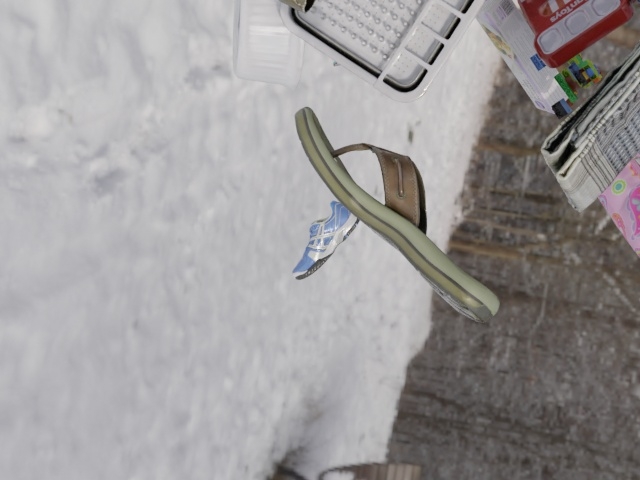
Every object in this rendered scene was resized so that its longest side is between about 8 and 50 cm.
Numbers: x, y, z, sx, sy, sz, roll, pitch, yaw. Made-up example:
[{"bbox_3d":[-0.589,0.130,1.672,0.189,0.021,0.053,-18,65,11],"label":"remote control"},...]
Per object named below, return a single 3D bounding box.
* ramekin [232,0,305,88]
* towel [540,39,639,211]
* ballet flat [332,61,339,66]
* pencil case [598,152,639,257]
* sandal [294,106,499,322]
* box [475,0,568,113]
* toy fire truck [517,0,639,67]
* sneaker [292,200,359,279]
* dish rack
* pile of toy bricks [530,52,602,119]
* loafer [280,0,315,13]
[{"bbox_3d":[-0.111,-0.463,1.885,0.277,0.135,0.278,-179,-90,-81],"label":"ramekin"},{"bbox_3d":[0.499,-0.197,1.449,0.312,0.056,0.324,-48,153,7],"label":"towel"},{"bbox_3d":[0.075,-0.464,2.208,0.114,0.041,0.041,-56,165,-21],"label":"ballet flat"},{"bbox_3d":[0.608,-0.052,1.650,0.124,0.124,0.284,92,-17,-50],"label":"pencil case"},{"bbox_3d":[0.088,-0.038,0.963,0.086,0.303,0.120,-47,170,4],"label":"sandal"},{"bbox_3d":[0.426,-0.398,1.888,0.067,0.063,0.324,-50,127,-3],"label":"box"},{"bbox_3d":[0.507,-0.470,1.628,0.169,0.302,0.254,38,30,-41],"label":"toy fire truck"},{"bbox_3d":[0.000,0.000,2.055,0.211,0.081,0.080,-50,-175,4],"label":"sneaker"},{"bbox_3d":[0.119,-0.456,1.705,0.286,0.332,0.072,-57,176,14],"label":"dish rack"},{"bbox_3d":[0.507,-0.315,1.735,0.105,0.212,0.118,-34,180,-29],"label":"pile of toy bricks"},{"bbox_3d":[0.029,-0.439,1.329,0.251,0.087,0.094,-44,171,19],"label":"loafer"}]
